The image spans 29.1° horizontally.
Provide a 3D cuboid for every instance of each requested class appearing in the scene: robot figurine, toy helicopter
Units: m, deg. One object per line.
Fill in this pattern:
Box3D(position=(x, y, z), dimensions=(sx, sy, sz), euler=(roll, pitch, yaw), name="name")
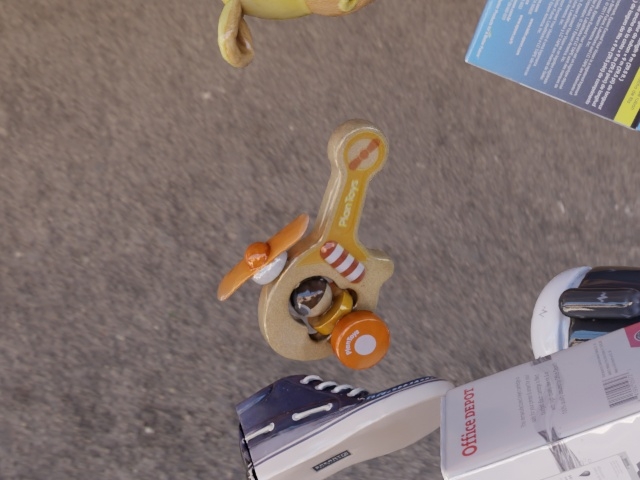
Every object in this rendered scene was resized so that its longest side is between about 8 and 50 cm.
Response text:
Box3D(position=(0.403, 0.121, 1.564), dimensions=(0.278, 0.173, 0.209), euler=(2, 118, 37), name="robot figurine")
Box3D(position=(0.000, 0.000, 1.711), dimensions=(0.235, 0.140, 0.355), euler=(9, 107, -21), name="toy helicopter")

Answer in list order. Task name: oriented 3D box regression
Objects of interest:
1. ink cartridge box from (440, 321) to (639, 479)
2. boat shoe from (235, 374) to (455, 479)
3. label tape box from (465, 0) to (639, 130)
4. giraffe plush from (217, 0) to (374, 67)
Box3D(position=(0.280, 0.202, 1.313), dimensions=(0.283, 0.207, 0.117), euler=(-22, 105, 12), name="ink cartridge box")
Box3D(position=(0.027, 0.248, 1.836), dimensions=(0.340, 0.127, 0.158), euler=(-24, 54, 3), name="boat shoe")
Box3D(position=(0.419, -0.323, 1.808), dimensions=(0.347, 0.115, 0.249), euler=(22, 123, 3), name="label tape box")
Box3D(position=(-0.015, -0.186, 0.659), dimensions=(0.210, 0.170, 0.181), euler=(30, 49, 29), name="giraffe plush")
